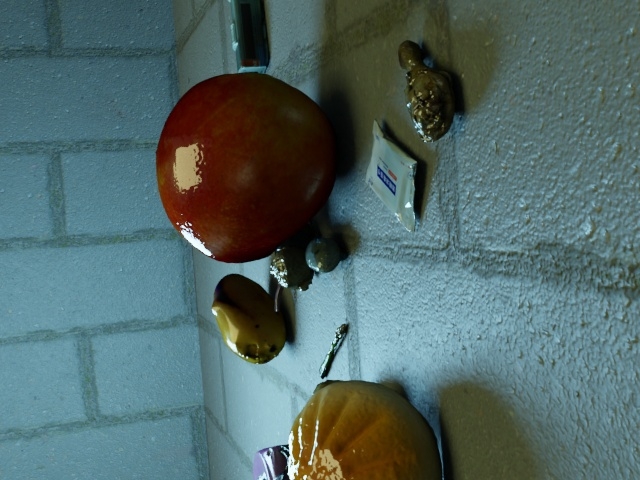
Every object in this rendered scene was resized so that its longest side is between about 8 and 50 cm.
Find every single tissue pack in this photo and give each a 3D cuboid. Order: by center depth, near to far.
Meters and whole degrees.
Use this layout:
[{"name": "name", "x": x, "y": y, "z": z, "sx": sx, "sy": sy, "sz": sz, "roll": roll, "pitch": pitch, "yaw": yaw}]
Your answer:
[{"name": "tissue pack", "x": 0.120, "y": -0.111, "z": 1.313, "sx": 0.193, "sy": 0.026, "sz": 0.122, "roll": -122, "pitch": 31, "yaw": -54}]

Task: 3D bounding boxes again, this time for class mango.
[{"name": "mango", "x": -0.192, "y": 0.210, "z": 2.098, "sx": 0.287, "sy": 0.201, "sz": 0.152, "roll": 51, "pitch": 123, "yaw": 42}]

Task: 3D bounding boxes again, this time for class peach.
[{"name": "peach", "x": -0.157, "y": -0.142, "z": 1.586, "sx": 0.388, "sy": 0.389, "sz": 0.387, "roll": 175, "pitch": 90, "yaw": -72}]

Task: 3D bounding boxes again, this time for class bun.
[{"name": "bun", "x": 0.047, "y": 0.380, "z": 1.292, "sx": 0.299, "sy": 0.165, "sz": 0.298, "roll": 4, "pitch": 95, "yaw": 45}]

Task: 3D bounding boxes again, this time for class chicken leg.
[{"name": "chicken leg", "x": 0.151, "y": -0.230, "z": 1.147, "sx": 0.085, "sy": 0.069, "sz": 0.197, "roll": 70, "pitch": -174, "yaw": -49}]

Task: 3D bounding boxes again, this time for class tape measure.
[{"name": "tape measure", "x": -0.092, "y": 0.621, "z": 1.953, "sx": 0.245, "sy": 0.149, "sz": 0.231, "roll": 112, "pitch": 147, "yaw": -54}]

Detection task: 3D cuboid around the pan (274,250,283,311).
[{"name": "pan", "x": -0.090, "y": 0.075, "z": 1.975, "sx": 0.115, "sy": 0.040, "sz": 0.211, "roll": -170, "pitch": 83, "yaw": -71}]

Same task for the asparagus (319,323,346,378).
[{"name": "asparagus", "x": 0.024, "y": 0.242, "z": 1.709, "sx": 0.022, "sy": 0.023, "sz": 0.232, "roll": 32, "pitch": 143, "yaw": 9}]

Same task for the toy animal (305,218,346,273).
[{"name": "toy animal", "x": 0.000, "y": 0.007, "z": 1.674, "sx": 0.079, "sy": 0.070, "sz": 0.253, "roll": -50, "pitch": 21, "yaw": 15}]

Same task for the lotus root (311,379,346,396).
[{"name": "lotus root", "x": 0.056, "y": 0.355, "z": 1.483, "sx": 0.214, "sy": 0.139, "sz": 0.138, "roll": 57, "pitch": 149, "yaw": 32}]

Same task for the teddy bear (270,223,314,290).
[{"name": "teddy bear", "x": -0.072, "y": 0.009, "z": 1.775, "sx": 0.129, "sy": 0.182, "sz": 0.251, "roll": -51, "pitch": 31, "yaw": 19}]

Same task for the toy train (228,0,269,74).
[{"name": "toy train", "x": -0.202, "y": -0.636, "z": 2.060, "sx": 0.086, "sy": 0.089, "sz": 0.409, "roll": 151, "pitch": 112, "yaw": -76}]
